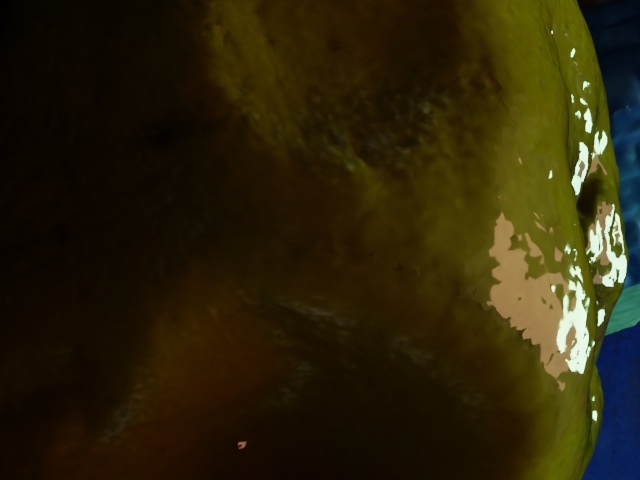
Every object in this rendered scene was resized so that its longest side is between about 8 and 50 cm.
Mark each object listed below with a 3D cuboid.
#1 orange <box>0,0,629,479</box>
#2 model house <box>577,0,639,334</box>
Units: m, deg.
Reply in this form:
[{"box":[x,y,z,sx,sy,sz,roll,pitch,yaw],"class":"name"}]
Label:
[{"box":[0.000,0.000,0.593,0.249,0.183,0.249,10,90,-84],"class":"orange"},{"box":[0.088,-0.106,0.900,0.329,0.252,0.295,61,12,-77],"class":"model house"}]
